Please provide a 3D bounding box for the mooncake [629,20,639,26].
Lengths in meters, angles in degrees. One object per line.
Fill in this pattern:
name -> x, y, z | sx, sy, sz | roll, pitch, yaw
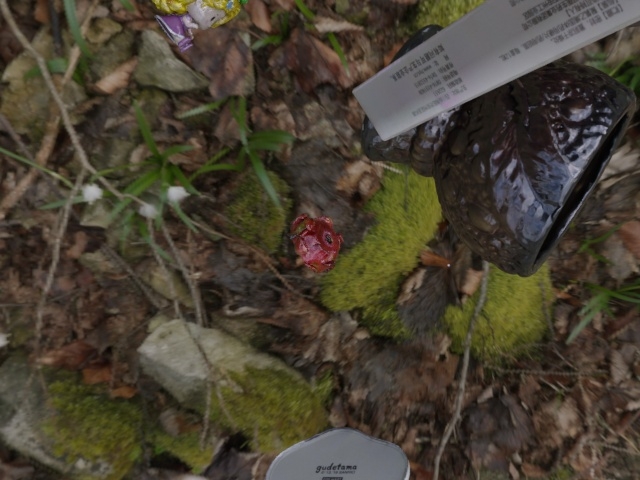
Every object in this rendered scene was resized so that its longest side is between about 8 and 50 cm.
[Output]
mooncake -> 0.305, -0.368, 0.842 | 0.306, 0.154, 0.306 | 24, 130, 32

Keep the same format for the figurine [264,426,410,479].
figurine -> 0.047, 0.409, 1.332 | 0.249, 0.167, 0.141 | -2, 128, 38

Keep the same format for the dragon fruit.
dragon fruit -> -0.001, 0.002, 1.424 | 0.068, 0.126, 0.112 | -31, 60, 16

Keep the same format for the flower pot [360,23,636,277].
flower pot -> 0.210, -0.127, 1.039 | 0.267, 0.266, 0.267 | 33, 93, 18

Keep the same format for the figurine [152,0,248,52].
figurine -> -0.196, -0.393, 1.342 | 0.156, 0.095, 0.115 | -36, 99, -5

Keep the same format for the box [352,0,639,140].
box -> 0.190, -0.189, 0.654 | 0.214, 0.353, 0.069 | -34, 96, -23
